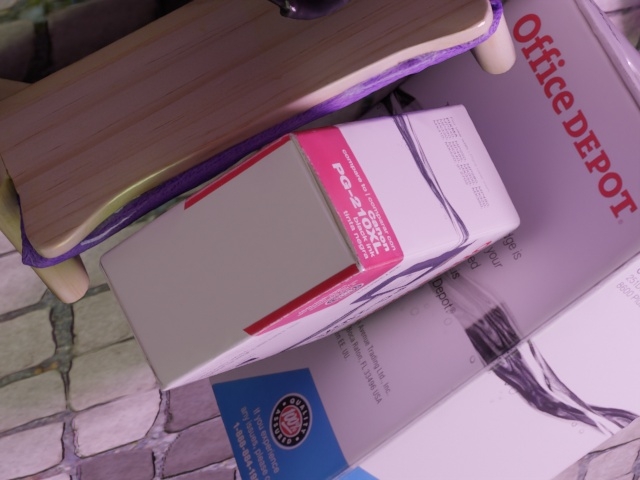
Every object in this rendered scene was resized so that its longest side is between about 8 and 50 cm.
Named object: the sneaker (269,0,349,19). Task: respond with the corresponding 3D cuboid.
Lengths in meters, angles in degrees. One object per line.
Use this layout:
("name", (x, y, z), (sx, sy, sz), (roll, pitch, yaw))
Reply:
("sneaker", (-0.048, -0.229, 1.093), (0.482, 0.202, 0.185), (-12, 144, -22))

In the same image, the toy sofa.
("toy sofa", (-0.050, -0.093, 1.307), (0.362, 0.177, 0.150), (-28, 148, 0))

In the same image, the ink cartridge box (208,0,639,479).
("ink cartridge box", (0.111, 0.032, 1.471), (0.395, 0.285, 0.166), (-38, 134, 17))

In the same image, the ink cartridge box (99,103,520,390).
("ink cartridge box", (0.000, 0.000, 1.278), (0.172, 0.100, 0.237), (-31, 172, 29))
